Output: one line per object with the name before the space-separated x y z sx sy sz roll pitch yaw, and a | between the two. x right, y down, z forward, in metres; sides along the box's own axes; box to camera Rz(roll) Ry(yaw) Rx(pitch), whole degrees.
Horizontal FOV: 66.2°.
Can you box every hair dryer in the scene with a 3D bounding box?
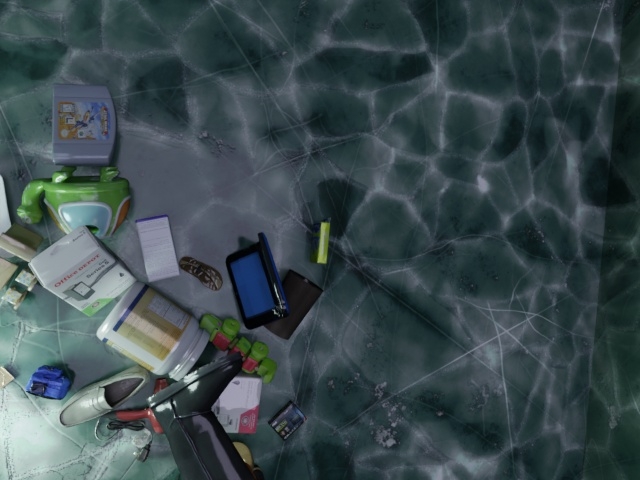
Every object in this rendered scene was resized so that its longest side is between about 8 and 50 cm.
hair dryer | -0.625 0.616 1.724 0.223 0.080 0.294 38 78 -12

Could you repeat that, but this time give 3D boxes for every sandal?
sandal | -0.437 0.120 1.812 0.180 0.049 0.072 31 74 0

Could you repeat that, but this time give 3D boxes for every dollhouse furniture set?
dollhouse furniture set | -0.996 0.083 1.537 0.212 0.161 0.242 36 89 -26

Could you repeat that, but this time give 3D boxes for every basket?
basket | -0.112 0.244 1.846 0.154 0.204 0.227 32 88 8

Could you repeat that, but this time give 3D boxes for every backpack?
backpack | -0.897 0.475 1.633 0.120 0.098 0.101 24 78 -15

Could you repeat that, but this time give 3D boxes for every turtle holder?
turtle holder | -0.787 -0.119 1.598 0.320 0.243 0.228 -12 109 -42

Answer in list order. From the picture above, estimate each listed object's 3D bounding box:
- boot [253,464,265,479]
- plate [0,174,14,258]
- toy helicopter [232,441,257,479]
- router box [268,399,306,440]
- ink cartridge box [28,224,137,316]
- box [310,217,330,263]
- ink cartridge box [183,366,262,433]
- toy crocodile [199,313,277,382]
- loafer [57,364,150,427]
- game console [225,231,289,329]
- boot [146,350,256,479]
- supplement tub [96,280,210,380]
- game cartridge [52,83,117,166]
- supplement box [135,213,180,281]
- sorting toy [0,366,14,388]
boot | -0.276 0.937 1.790 0.198 0.137 0.077 -49 122 -11
plate | -1.156 -0.061 1.590 0.277 0.045 0.278 -10 92 -17
toy helicopter | -0.412 0.832 1.741 0.354 0.140 0.235 -23 52 -14
router box | -0.127 0.696 1.899 0.122 0.038 0.092 -42 100 -14
ink cartridge box | -0.756 0.104 1.586 0.198 0.273 0.115 -40 66 -13
box | 0.000 0.000 1.914 0.042 0.109 0.179 6 87 -15
ink cartridge box | -0.370 0.580 1.784 0.282 0.117 0.208 8 86 -17
toy crocodile | -0.300 0.390 1.778 0.340 0.105 0.115 38 117 3
loafer | -0.739 0.532 1.673 0.319 0.111 0.112 -31 98 -15
game console | -0.231 0.151 1.726 0.173 0.250 0.293 -18 80 -7
boot | -0.319 0.634 1.596 0.366 0.146 0.445 -31 79 10
supplement tub | -0.561 0.312 1.672 0.316 0.228 0.228 38 79 -13
game cartridge | -0.797 -0.395 1.666 0.197 0.062 0.298 -5 75 -13
supplement box | -0.572 0.027 1.735 0.113 0.111 0.220 -13 93 -17
sorting toy | -1.067 0.446 1.625 0.062 0.012 0.083 -40 104 -9
